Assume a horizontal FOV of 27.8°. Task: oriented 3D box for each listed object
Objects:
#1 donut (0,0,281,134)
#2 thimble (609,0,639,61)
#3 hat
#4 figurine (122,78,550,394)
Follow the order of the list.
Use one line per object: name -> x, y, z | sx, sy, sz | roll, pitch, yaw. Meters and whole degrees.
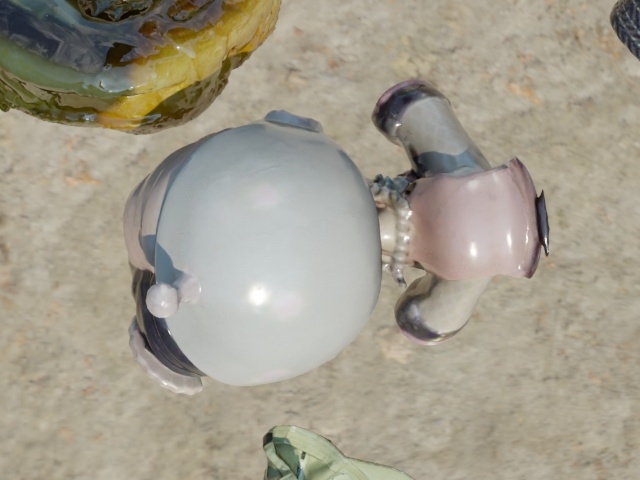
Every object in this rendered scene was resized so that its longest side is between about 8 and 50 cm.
donut -> -0.192, -0.236, 1.254 | 0.329, 0.160, 0.330 | -1, 53, 2
thimble -> 0.380, -0.244, 1.455 | 0.104, 0.095, 0.066 | 55, 131, 8
hat -> 0.020, 0.248, 1.226 | 0.166, 0.081, 0.122 | 8, 67, 2
figurine -> -0.002, -0.010, 1.167 | 0.361, 0.211, 0.253 | -10, 87, -15
